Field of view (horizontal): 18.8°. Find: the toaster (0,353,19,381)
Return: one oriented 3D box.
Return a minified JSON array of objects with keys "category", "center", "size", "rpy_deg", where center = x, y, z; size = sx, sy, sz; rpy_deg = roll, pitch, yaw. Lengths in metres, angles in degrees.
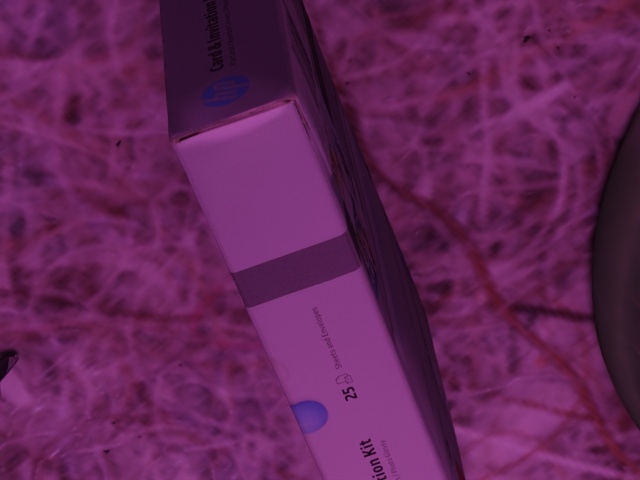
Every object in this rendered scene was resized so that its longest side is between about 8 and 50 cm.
[{"category":"toaster","center":[-0.183,0.142,0.643],"size":[0.186,0.168,0.110],"rpy_deg":[-10,127,-2]}]

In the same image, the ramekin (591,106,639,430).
[{"category":"ramekin","center":[0.256,0.030,0.649],"size":[0.303,0.148,0.303],"rpy_deg":[-4,124,-7]}]

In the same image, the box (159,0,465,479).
[{"category":"box","center":[0.000,0.000,0.591],"size":[0.038,0.145,0.186],"rpy_deg":[-19,125,6]}]
